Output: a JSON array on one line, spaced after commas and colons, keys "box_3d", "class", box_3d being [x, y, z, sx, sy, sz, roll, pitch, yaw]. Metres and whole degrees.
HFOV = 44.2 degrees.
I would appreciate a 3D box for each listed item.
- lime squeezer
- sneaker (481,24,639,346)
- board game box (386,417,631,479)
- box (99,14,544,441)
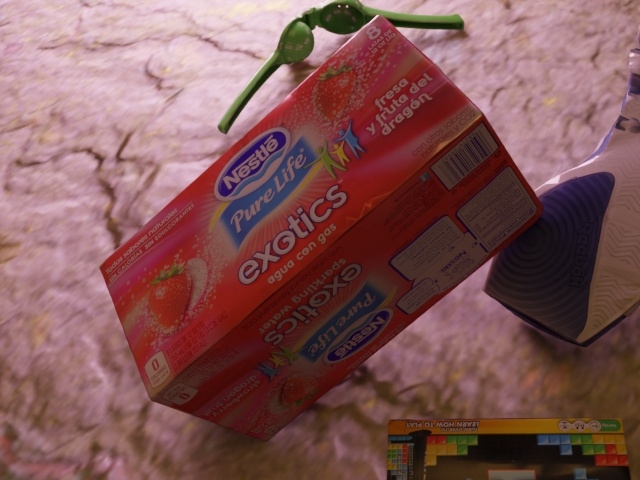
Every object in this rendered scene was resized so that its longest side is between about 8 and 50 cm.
[{"box_3d": [0.004, -0.226, 0.926, 0.310, 0.059, 0.110, -25, 81, -8], "class": "lime squeezer"}, {"box_3d": [0.286, -0.046, 0.658, 0.127, 0.182, 0.315, 36, 97, 36], "class": "sneaker"}, {"box_3d": [0.130, 0.197, 0.550, 0.170, 0.048, 0.141, -4, 51, 12], "class": "board game box"}, {"box_3d": [0.000, 0.000, 0.615, 0.300, 0.154, 0.142, -41, 51, 9], "class": "box"}]
